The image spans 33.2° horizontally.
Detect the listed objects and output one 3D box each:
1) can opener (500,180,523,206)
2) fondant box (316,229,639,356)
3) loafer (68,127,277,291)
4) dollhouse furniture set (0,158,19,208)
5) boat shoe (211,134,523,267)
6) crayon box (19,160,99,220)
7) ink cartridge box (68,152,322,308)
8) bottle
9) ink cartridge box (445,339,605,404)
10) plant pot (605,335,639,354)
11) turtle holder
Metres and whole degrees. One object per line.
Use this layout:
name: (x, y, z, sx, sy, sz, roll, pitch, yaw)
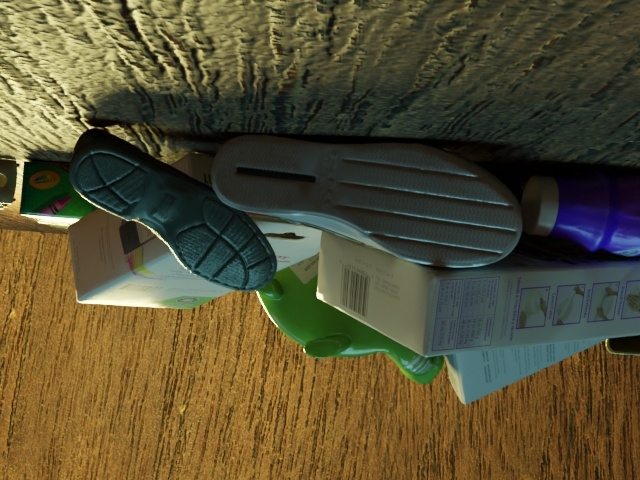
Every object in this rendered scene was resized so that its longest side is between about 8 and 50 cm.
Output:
can opener: (0.169, -0.051, 1.329, 0.186, 0.059, 0.073, 4, -168, -14)
fondant box: (0.196, 0.046, 1.260, 0.330, 0.096, 0.238, -3, -166, -29)
loafer: (-0.157, -0.042, 1.198, 0.267, 0.096, 0.084, 35, -161, -27)
dollhouse furniture set: (-0.524, -0.028, 1.580, 0.128, 0.184, 0.129, 6, 176, -22)
boat shoe: (0.053, -0.055, 1.146, 0.335, 0.121, 0.119, 15, -173, 14)
crayon box: (-0.351, -0.061, 1.661, 0.165, 0.081, 0.278, 4, 176, -3)
ink cartridge box: (-0.150, -0.014, 1.423, 0.207, 0.119, 0.353, 8, 157, -45)
bottle: (0.368, -0.026, 1.198, 0.282, 0.092, 0.118, 5, 173, -10)
ink cartridge box: (0.333, 0.086, 1.594, 0.330, 0.071, 0.324, -25, 144, -5)
plant pot: (0.587, 0.073, 1.828, 0.212, 0.212, 0.187, 4, -170, 4)
turtle holder: (0.059, 0.057, 1.608, 0.320, 0.243, 0.227, 19, -179, 6)
